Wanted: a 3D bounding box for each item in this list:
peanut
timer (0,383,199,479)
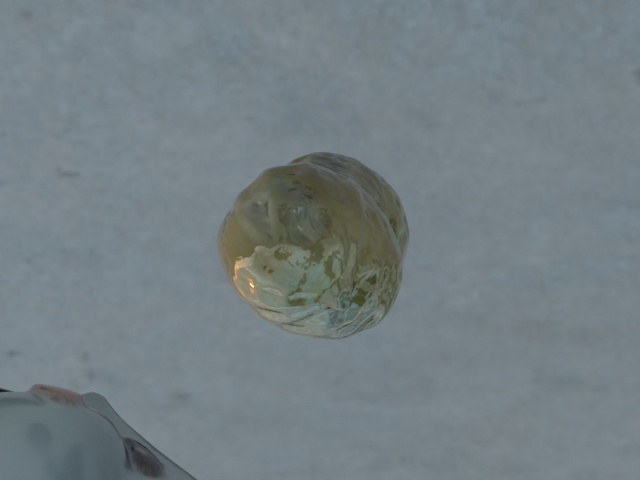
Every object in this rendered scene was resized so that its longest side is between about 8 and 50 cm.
[{"bbox_3d":[0.000,0.000,1.116,0.101,0.117,0.263,-24,-175,9],"label":"peanut"},{"bbox_3d":[-0.163,0.112,0.496,0.315,0.291,0.291,-2,151,8],"label":"timer"}]
